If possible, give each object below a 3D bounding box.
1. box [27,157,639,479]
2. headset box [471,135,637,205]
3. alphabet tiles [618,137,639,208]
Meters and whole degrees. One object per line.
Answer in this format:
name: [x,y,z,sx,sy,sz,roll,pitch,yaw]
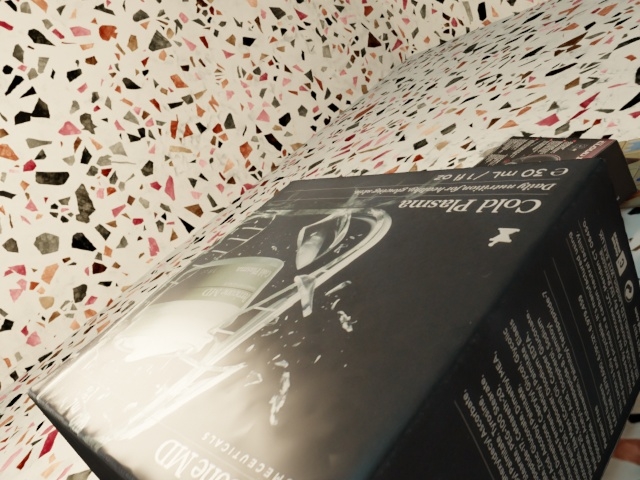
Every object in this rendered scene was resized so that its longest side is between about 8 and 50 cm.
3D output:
box: [0.026,0.157,0.633,0.480,0.297,0.472,2,38,48]
headset box: [0.375,-0.080,0.995,0.218,0.110,0.293,-37,20,-9]
alphabet tiles: [0.477,-0.102,1.068,0.285,0.011,0.343,-46,23,-29]
